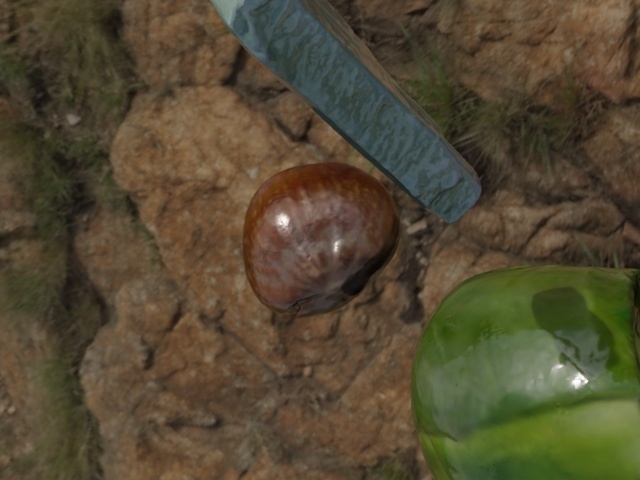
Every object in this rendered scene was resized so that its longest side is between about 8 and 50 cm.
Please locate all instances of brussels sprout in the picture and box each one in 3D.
[{"bbox_3d":[0.255,0.156,0.851,0.314,0.371,0.276,-25,62,46],"label":"brussels sprout"}]

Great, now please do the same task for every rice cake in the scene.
[{"bbox_3d":[0.013,-0.085,0.468,0.040,0.226,0.085,-40,50,13],"label":"rice cake"}]

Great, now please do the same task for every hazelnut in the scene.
[{"bbox_3d":[0.000,0.000,0.818,0.154,0.143,0.143,-24,103,8],"label":"hazelnut"}]
